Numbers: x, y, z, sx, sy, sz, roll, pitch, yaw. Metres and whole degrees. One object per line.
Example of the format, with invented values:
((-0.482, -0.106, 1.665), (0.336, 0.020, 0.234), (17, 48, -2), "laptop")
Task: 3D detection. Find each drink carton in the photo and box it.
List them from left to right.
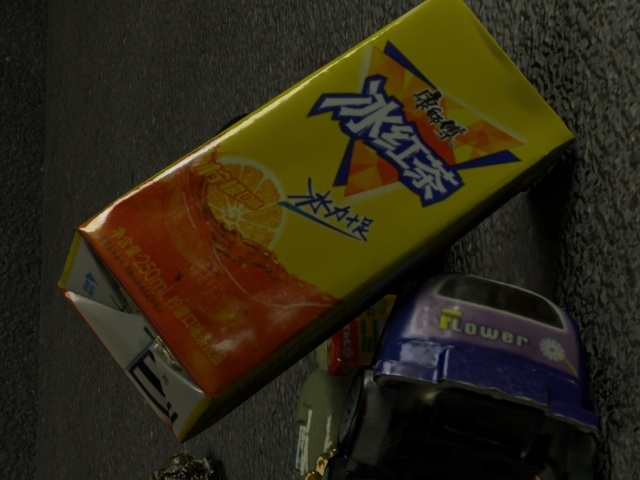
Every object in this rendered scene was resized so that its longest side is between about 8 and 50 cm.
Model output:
((0.000, -0.025, 1.234), (0.154, 0.351, 0.111), (51, 154, 7), "drink carton")

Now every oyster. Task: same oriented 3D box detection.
((-0.175, 0.370, 2.178), (0.223, 0.083, 0.214), (107, 163, -51), "oyster")

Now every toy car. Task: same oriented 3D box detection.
((0.096, 0.134, 1.257), (0.235, 0.172, 0.158), (111, 173, -48), "toy car")

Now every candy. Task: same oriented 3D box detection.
((0.067, 0.078, 1.405), (0.038, 0.122, 0.062), (119, 151, -61), "candy")

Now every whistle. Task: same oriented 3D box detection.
((0.015, 0.131, 1.650), (0.126, 0.067, 0.258), (-172, 89, -72), "whistle")

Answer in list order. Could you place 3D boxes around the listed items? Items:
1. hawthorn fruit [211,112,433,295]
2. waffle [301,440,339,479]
((0.000, 0.000, 1.498), (0.230, 0.210, 0.266), (-18, 72, 37), "hawthorn fruit")
((-0.012, 0.302, 1.521), (0.228, 0.051, 0.231), (-60, -27, -32), "waffle")
